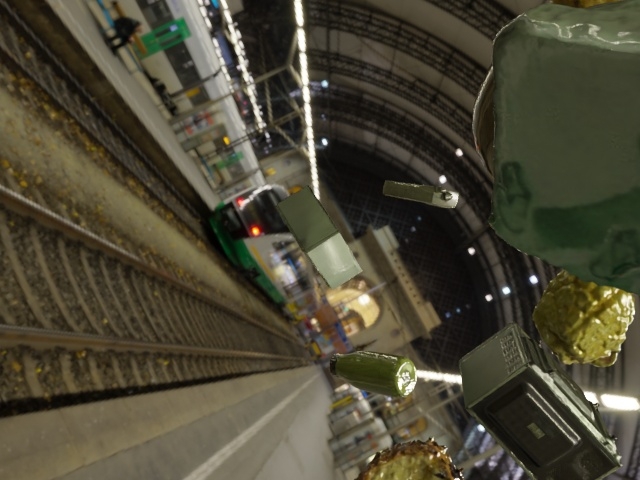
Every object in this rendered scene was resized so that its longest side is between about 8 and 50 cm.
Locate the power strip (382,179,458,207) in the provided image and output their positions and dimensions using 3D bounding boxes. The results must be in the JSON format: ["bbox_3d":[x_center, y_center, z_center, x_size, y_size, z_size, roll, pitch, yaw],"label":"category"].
[{"bbox_3d":[0.251,-0.126,1.644,0.286,0.080,0.048,22,-80,62],"label":"power strip"}]

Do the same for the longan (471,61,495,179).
[{"bbox_3d":[0.476,-0.237,1.234,0.404,0.337,0.404,-14,90,-83],"label":"longan"}]

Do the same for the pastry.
[{"bbox_3d":[0.190,0.688,1.488,0.293,0.405,0.337,30,-34,28],"label":"pastry"}]

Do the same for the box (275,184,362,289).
[{"bbox_3d":[0.000,0.000,1.305,0.129,0.086,0.225,58,0,27],"label":"box"}]

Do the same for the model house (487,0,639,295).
[{"bbox_3d":[0.337,-0.149,0.639,0.194,0.325,0.267,26,-37,35],"label":"model house"}]

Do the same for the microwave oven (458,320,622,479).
[{"bbox_3d":[0.319,0.244,0.913,0.205,0.129,0.163,46,16,-7],"label":"microwave oven"}]

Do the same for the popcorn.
[{"bbox_3d":[0.629,0.192,1.512,0.173,0.226,0.285,-128,-149,-56],"label":"popcorn"}]

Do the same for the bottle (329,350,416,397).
[{"bbox_3d":[0.135,0.364,1.731,0.260,0.112,0.112,-1,-57,44],"label":"bottle"}]

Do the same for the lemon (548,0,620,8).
[{"bbox_3d":[0.719,-0.581,1.536,0.285,0.316,0.285,164,-90,-79],"label":"lemon"}]
